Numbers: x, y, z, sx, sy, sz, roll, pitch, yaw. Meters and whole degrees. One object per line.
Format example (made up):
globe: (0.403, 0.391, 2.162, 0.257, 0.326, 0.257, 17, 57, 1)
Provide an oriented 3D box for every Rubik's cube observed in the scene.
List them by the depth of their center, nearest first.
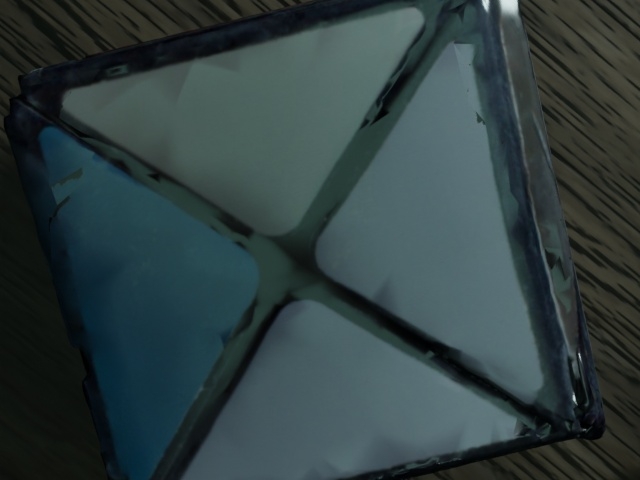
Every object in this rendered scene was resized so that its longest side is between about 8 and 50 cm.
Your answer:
Rubik's cube: (0.000, 0.000, 0.851, 0.307, 0.305, 0.310, -14, 98, 3)
